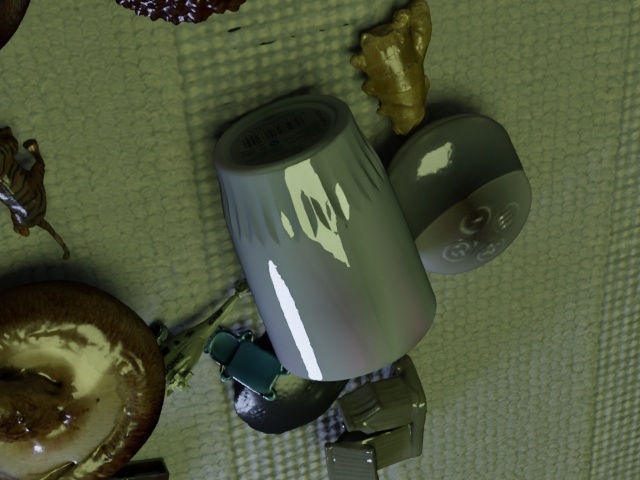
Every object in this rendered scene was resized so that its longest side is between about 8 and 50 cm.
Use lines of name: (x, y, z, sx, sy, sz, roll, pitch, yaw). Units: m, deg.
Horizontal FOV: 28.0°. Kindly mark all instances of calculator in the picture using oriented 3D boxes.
calculator: (-0.117, 0.189, 2.009, 0.141, 0.019, 0.094, 32, 100, 4)

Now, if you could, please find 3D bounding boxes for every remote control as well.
remote control: (0.213, -0.067, 1.975, 0.221, 0.103, 0.332, -36, 138, 0)

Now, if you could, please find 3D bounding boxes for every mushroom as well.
mushroom: (-0.385, 0.211, 1.831, 0.345, 0.239, 0.345, -5, 143, -4)

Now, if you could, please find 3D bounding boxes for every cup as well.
cup: (0.000, 0.000, 1.832, 0.253, 0.253, 0.372, -27, 122, -7)

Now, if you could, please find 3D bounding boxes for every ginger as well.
ginger: (0.106, -0.239, 1.835, 0.115, 0.081, 0.205, -29, 129, -45)

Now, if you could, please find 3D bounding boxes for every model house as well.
model house: (0.089, 0.318, 2.169, 0.188, 0.122, 0.229, -20, 133, -27)

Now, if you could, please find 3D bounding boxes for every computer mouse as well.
computer mouse: (-0.019, 0.200, 2.072, 0.168, 0.087, 0.295, 31, 103, -34)

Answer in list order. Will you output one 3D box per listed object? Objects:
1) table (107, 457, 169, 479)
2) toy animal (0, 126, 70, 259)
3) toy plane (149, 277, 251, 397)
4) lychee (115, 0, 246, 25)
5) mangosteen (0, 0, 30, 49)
table: (-0.360, 0.444, 2.063, 0.240, 0.111, 0.122, -4, 123, -24)
toy animal: (-0.396, -0.056, 1.698, 0.114, 0.116, 0.255, -38, 131, 5)
toy plane: (-0.191, 0.152, 1.956, 0.286, 0.108, 0.092, -46, 129, -7)
lychee: (-0.164, -0.388, 1.505, 0.264, 0.300, 0.264, 10, 146, 7)
mangosteen: (-0.463, -0.317, 1.414, 0.306, 0.359, 0.306, 0, 93, -7)
